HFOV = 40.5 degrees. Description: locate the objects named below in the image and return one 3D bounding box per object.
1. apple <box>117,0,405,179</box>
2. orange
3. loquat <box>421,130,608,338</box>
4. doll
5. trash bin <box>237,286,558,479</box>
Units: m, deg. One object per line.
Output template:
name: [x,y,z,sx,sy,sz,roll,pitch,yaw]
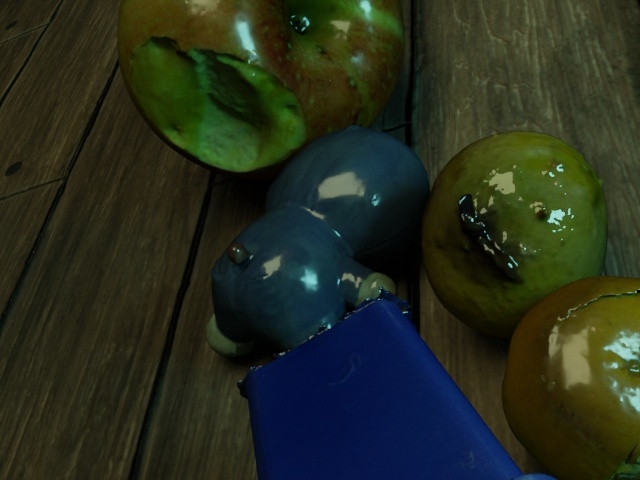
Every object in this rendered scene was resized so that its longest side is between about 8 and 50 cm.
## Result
apple: [-0.077,-0.236,1.020,0.339,0.340,0.340,-19,39,16]
orange: [0.205,0.101,0.614,0.156,0.134,0.157,0,77,0]
loquat: [0.162,-0.006,0.729,0.149,0.172,0.204,5,5,15]
doll: [0.000,0.000,0.861,0.228,0.154,0.258,6,45,44]
trash bin: [0.041,0.143,0.462,0.162,0.184,0.234,-29,31,2]
